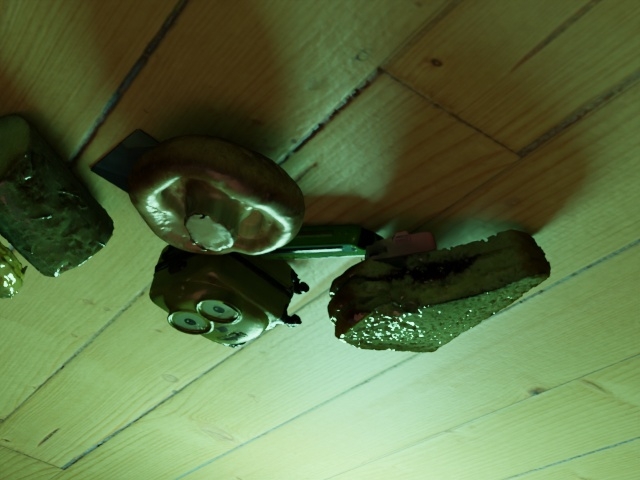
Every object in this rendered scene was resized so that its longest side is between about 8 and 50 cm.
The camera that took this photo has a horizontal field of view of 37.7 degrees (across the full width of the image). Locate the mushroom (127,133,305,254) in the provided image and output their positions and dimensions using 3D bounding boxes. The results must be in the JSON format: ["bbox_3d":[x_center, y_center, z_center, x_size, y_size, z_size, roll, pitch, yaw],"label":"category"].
[{"bbox_3d":[-0.158,-0.061,1.412,0.278,0.146,0.278,8,150,4],"label":"mushroom"}]

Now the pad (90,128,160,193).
[{"bbox_3d":[-0.238,-0.084,1.531,0.243,0.004,0.163,33,141,-26],"label":"pad"}]

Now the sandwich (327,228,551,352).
[{"bbox_3d":[0.171,0.075,1.441,0.254,0.100,0.288,17,139,-37],"label":"sandwich"}]

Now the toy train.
[{"bbox_3d":[0.000,0.000,1.530,0.209,0.044,0.042,-3,142,20],"label":"toy train"}]

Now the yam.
[{"bbox_3d":[-0.457,-0.061,1.509,0.161,0.161,0.268,-4,139,24],"label":"yam"}]

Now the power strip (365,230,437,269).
[{"bbox_3d":[0.130,0.075,1.559,0.109,0.038,0.279,-10,148,-4],"label":"power strip"}]

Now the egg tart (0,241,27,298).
[{"bbox_3d":[-0.641,-0.025,1.491,0.388,0.169,0.388,39,158,19],"label":"egg tart"}]

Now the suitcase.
[{"bbox_3d":[-0.166,0.089,1.625,0.194,0.143,0.235,-22,134,39],"label":"suitcase"}]
